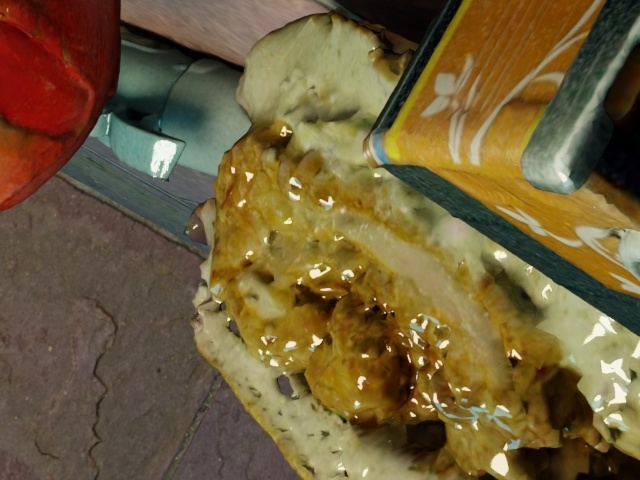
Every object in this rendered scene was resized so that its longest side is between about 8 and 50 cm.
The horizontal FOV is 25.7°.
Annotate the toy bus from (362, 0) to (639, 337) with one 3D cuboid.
[{"bbox_3d":[0.165,-0.008,0.428,0.275,0.138,0.167,31,174,-21],"label":"toy bus"}]

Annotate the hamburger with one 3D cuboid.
[{"bbox_3d":[0.093,0.039,0.689,0.277,0.195,0.318,16,-161,-48],"label":"hamburger"}]

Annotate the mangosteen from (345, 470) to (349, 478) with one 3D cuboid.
[{"bbox_3d":[0.150,0.147,1.111,0.330,0.330,0.330,27,174,3],"label":"mangosteen"}]

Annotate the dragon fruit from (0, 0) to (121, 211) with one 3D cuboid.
[{"bbox_3d":[-0.214,-0.119,0.723,0.241,0.241,0.252,27,159,2],"label":"dragon fruit"}]

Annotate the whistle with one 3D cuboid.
[{"bbox_3d":[-0.104,-0.097,1.032,0.274,0.093,0.186,20,-163,30],"label":"whistle"}]
